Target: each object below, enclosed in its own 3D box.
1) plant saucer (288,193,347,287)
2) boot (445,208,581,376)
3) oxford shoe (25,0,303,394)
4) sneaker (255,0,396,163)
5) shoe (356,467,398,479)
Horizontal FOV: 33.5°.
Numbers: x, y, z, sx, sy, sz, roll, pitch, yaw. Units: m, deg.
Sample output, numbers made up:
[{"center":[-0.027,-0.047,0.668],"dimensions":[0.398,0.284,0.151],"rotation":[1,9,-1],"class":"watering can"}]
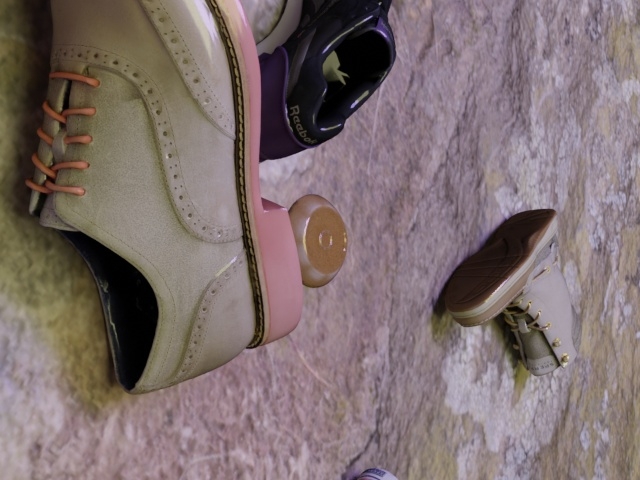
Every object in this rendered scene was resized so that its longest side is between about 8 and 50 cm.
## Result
[{"center":[0.000,0.000,0.942],"dimensions":[0.083,0.015,0.084],"rotation":[5,84,-49],"class":"plant saucer"},{"center":[0.217,0.079,1.148],"dimensions":[0.213,0.077,0.165],"rotation":[-41,119,-47],"class":"boot"},{"center":[-0.125,-0.074,0.692],"dimensions":[0.146,0.140,0.397],"rotation":[-31,116,-30],"class":"oxford shoe"},{"center":[0.027,-0.168,0.902],"dimensions":[0.107,0.124,0.283],"rotation":[55,49,-32],"class":"sneaker"},{"center":[0.062,0.300,0.960],"dimensions":[0.081,0.063,0.178],"rotation":[-39,111,-42],"class":"shoe"}]
